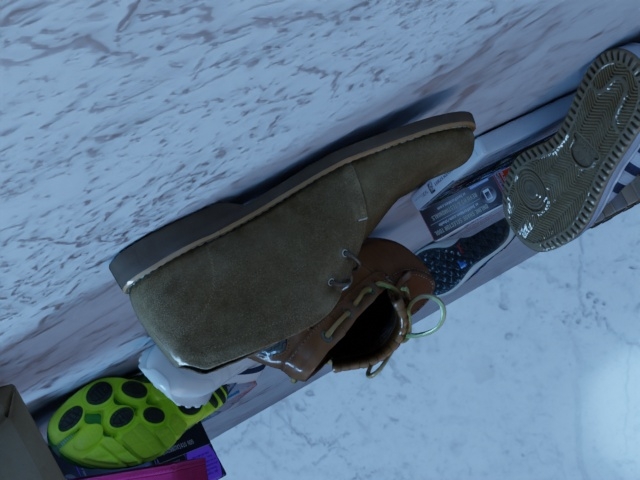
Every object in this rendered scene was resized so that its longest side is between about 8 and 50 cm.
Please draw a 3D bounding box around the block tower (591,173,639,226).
[{"bbox_3d":[0.435,-0.104,2.428,0.335,0.091,0.097,-28,174,2],"label":"block tower"}]

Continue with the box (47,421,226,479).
[{"bbox_3d":[-0.293,0.323,2.431,0.270,0.143,0.165,-31,171,25],"label":"box"}]

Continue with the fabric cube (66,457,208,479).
[{"bbox_3d":[-0.246,0.389,1.997,0.259,0.258,0.254,-9,175,3],"label":"fabric cube"}]

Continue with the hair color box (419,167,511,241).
[{"bbox_3d":[0.173,-0.044,1.983,0.093,0.053,0.167,-29,175,16],"label":"hair color box"}]

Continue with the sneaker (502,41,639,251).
[{"bbox_3d":[0.289,-0.098,1.720,0.153,0.099,0.282,-25,159,-34],"label":"sneaker"}]

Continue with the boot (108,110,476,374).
[{"bbox_3d":[0.000,0.000,1.368,0.305,0.115,0.112,-28,171,-14],"label":"boot"}]

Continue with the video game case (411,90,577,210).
[{"bbox_3d":[0.199,-0.100,1.808,0.190,0.022,0.173,-26,172,-25],"label":"video game case"}]

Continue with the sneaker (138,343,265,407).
[{"bbox_3d":[-0.108,0.109,1.932,0.095,0.090,0.235,-46,170,25],"label":"sneaker"}]

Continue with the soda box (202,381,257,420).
[{"bbox_3d":[-0.148,0.211,2.551,0.063,0.058,0.183,-26,172,-21],"label":"soda box"}]

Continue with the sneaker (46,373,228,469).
[{"bbox_3d":[-0.215,0.209,2.054,0.123,0.109,0.295,-37,170,28],"label":"sneaker"}]

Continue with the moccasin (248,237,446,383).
[{"bbox_3d":[0.039,0.081,1.919,0.139,0.147,0.380,-53,164,13],"label":"moccasin"}]

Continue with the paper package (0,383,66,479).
[{"bbox_3d":[-0.348,0.333,1.590,0.325,0.309,0.168,-33,174,39],"label":"paper package"}]

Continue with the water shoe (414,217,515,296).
[{"bbox_3d":[0.203,0.016,2.460,0.203,0.073,0.080,-33,174,38],"label":"water shoe"}]
